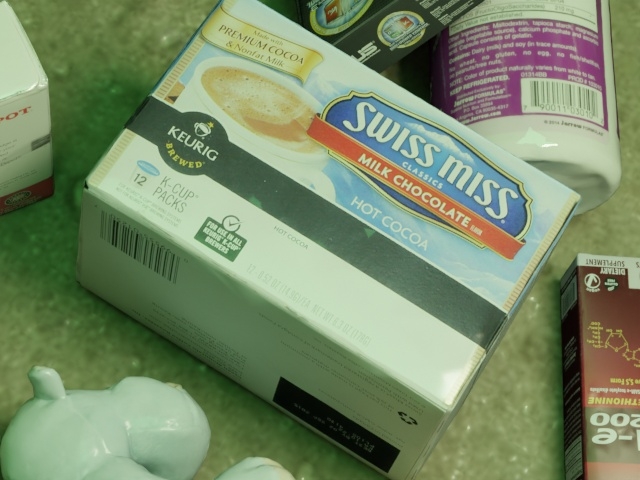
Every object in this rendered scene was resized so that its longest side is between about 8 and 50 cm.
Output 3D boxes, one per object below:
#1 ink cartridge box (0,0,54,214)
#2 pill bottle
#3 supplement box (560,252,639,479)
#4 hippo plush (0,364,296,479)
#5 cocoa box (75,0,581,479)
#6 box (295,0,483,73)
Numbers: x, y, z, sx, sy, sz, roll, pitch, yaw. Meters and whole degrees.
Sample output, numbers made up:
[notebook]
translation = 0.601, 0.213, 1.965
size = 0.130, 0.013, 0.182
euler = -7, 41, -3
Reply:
[ink cartridge box]
translation = -0.314, -0.091, 1.639
size = 0.159, 0.218, 0.092
euler = -22, 72, -15
[pill bottle]
translation = 0.181, -0.181, 1.764
size = 0.169, 0.169, 0.301
euler = 2, 68, -6
[supplement box]
translation = 0.282, 0.136, 1.700
size = 0.130, 0.073, 0.239
euler = 3, 69, -6
[hippo plush]
translation = -0.166, 0.238, 1.564
size = 0.294, 0.234, 0.236
euler = -12, 39, -27
[cocoa box]
translation = 0.000, 0.000, 1.633
size = 0.347, 0.231, 0.228
euler = 32, 67, 6
[box]
translation = 0.093, -0.283, 1.729
size = 0.060, 0.270, 0.216
euler = 36, 32, -37
